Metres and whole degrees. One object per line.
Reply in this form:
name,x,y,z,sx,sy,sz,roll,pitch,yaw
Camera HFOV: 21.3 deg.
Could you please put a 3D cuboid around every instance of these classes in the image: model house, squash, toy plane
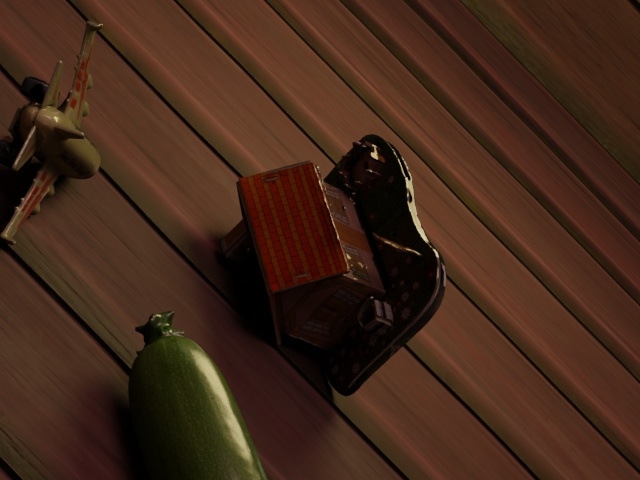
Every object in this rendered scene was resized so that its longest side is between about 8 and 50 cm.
model house,-0.001,0.000,1.961,0.154,0.207,0.294,22,34,-35
squash,-0.103,0.226,1.584,0.107,0.107,0.395,19,38,-44
toy plane,-0.275,-0.104,1.758,0.104,0.242,0.256,21,-8,-6
